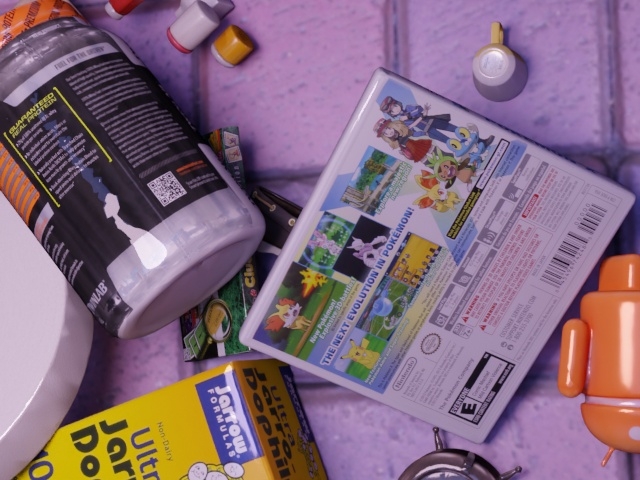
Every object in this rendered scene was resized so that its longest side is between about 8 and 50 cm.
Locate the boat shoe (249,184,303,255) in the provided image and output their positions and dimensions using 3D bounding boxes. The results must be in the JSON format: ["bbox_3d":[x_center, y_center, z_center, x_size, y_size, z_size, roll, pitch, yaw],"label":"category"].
[{"bbox_3d":[0.000,0.000,1.297,0.228,0.081,0.069,22,101,31],"label":"boat shoe"}]

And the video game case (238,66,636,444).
[{"bbox_3d":[0.118,0.027,1.202,0.300,0.036,0.329,24,110,-11],"label":"video game case"}]

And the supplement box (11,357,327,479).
[{"bbox_3d":[-0.191,0.283,1.292,0.356,0.195,0.194,-23,80,13],"label":"supplement box"}]

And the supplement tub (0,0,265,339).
[{"bbox_3d":[-0.232,-0.080,1.225,0.207,0.207,0.338,-40,80,10],"label":"supplement tub"}]

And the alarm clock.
[{"bbox_3d":[0.135,0.316,1.268,0.129,0.064,0.192,23,95,16],"label":"alarm clock"}]

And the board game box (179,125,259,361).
[{"bbox_3d":[-0.128,0.008,1.347,0.136,0.030,0.260,-15,80,46],"label":"board game box"}]

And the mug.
[{"bbox_3d":[0.193,-0.198,1.287,0.062,0.064,0.078,-32,78,12],"label":"mug"}]

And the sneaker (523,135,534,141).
[{"bbox_3d":[0.132,-0.056,1.258,0.228,0.132,0.086,-31,78,11],"label":"sneaker"}]

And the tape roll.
[{"bbox_3d":[-0.443,0.119,1.292,0.392,0.072,0.392,-9,60,17],"label":"tape roll"}]

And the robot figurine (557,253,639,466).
[{"bbox_3d":[0.335,0.125,1.190,0.128,0.158,0.219,-2,84,38],"label":"robot figurine"}]

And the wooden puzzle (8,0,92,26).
[{"bbox_3d":[-0.346,-0.098,1.424,0.348,0.080,0.322,-46,74,15],"label":"wooden puzzle"}]

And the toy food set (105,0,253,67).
[{"bbox_3d":[-0.190,-0.287,1.382,0.104,0.111,0.232,-40,77,22],"label":"toy food set"}]
